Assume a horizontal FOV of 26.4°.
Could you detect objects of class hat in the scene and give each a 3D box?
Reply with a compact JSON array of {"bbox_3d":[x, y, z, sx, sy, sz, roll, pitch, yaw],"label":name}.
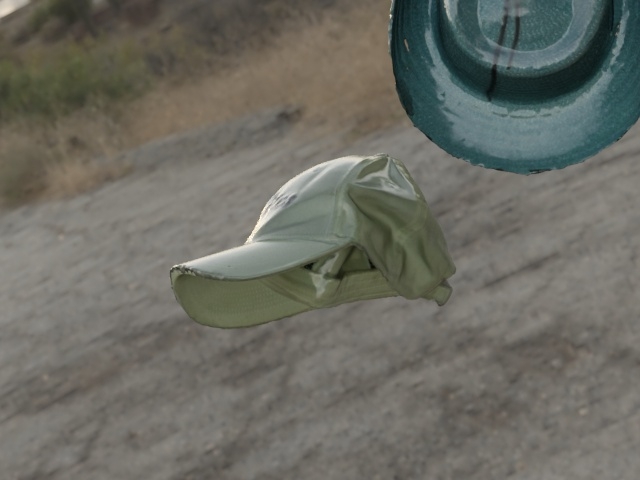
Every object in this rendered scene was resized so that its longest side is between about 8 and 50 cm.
[{"bbox_3d":[0.102,-0.130,0.679,0.138,0.191,0.078,2,-2,11],"label":"hat"},{"bbox_3d":[-0.003,0.006,0.754,0.166,0.081,0.122,-14,-19,-15],"label":"hat"}]
